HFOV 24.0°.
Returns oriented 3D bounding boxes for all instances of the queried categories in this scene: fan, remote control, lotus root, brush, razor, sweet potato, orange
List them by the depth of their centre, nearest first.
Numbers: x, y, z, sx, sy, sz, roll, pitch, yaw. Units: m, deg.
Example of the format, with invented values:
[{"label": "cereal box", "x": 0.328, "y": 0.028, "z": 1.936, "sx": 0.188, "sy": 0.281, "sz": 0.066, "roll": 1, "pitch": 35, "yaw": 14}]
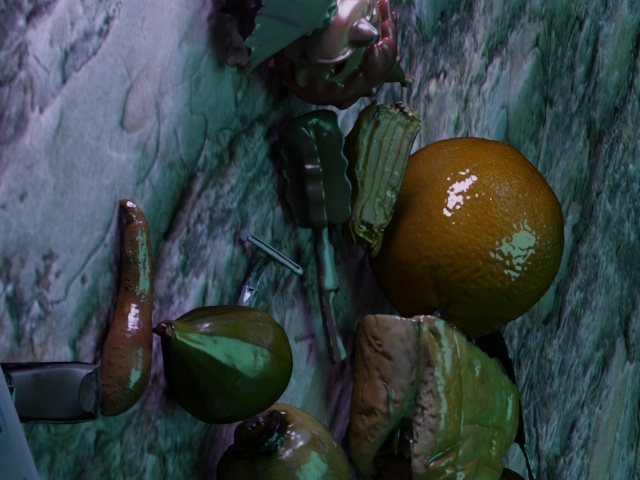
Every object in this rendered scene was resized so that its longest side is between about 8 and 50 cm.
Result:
[{"label": "remote control", "x": -0.262, "y": 0.134, "z": 1.321, "sx": 0.212, "sy": 0.028, "sz": 0.059, "roll": 6, "pitch": 81, "yaw": -60}, {"label": "sweet potato", "x": -0.183, "y": 0.065, "z": 1.452, "sx": 0.050, "sy": 0.050, "sz": 0.214, "roll": 32, "pitch": 57, "yaw": -56}, {"label": "razor", "x": -0.089, "y": 0.096, "z": 1.636, "sx": 0.084, "sy": 0.036, "sz": 0.211, "roll": 35, "pitch": 62, "yaw": -27}, {"label": "lotus root", "x": -0.020, "y": 0.295, "z": 1.640, "sx": 0.154, "sy": 0.154, "sz": 0.278, "roll": -61, "pitch": 144, "yaw": -42}, {"label": "brush", "x": 0.000, "y": 0.000, "z": 1.761, "sx": 0.084, "sy": 0.071, "sz": 0.301, "roll": -21, "pitch": 109, "yaw": -47}, {"label": "orange", "x": 0.180, "y": 0.001, "z": 1.892, "sx": 0.264, "sy": 0.264, "sz": 0.264, "roll": 4, "pitch": 86, "yaw": -61}, {"label": "fan", "x": 0.262, "y": 0.223, "z": 2.114, "sx": 0.229, "sy": 0.011, "sz": 0.335, "roll": 96, "pitch": -22, "yaw": -77}]

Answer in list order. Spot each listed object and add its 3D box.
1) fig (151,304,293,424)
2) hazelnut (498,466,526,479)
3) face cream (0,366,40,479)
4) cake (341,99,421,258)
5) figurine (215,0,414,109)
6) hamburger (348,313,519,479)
[{"label": "fig", "x": -0.114, "y": 0.126, "z": 1.489, "sx": 0.185, "sy": 0.133, "sz": 0.127, "roll": -11, "pitch": 114, "yaw": -55}, {"label": "hazelnut", "x": 0.240, "y": 0.387, "z": 2.095, "sx": 0.150, "sy": 0.150, "sz": 0.150, "roll": 4, "pitch": 86, "yaw": -61}, {"label": "face cream", "x": -0.284, "y": 0.254, "z": 1.207, "sx": 0.163, "sy": 0.080, "sz": 0.337, "roll": -31, "pitch": 116, "yaw": -39}, {"label": "cake", "x": 0.057, "y": -0.068, "z": 1.774, "sx": 0.079, "sy": 0.185, "sz": 0.116, "roll": 13, "pitch": 50, "yaw": -27}, {"label": "figurine", "x": 0.005, "y": -0.238, "z": 1.676, "sx": 0.387, "sy": 0.166, "sz": 0.207, "roll": 41, "pitch": 71, "yaw": -49}, {"label": "hamburger", "x": 0.127, "y": 0.227, "z": 1.880, "sx": 0.330, "sy": 0.162, "sz": 0.209, "roll": 45, "pitch": 55, "yaw": -58}]
